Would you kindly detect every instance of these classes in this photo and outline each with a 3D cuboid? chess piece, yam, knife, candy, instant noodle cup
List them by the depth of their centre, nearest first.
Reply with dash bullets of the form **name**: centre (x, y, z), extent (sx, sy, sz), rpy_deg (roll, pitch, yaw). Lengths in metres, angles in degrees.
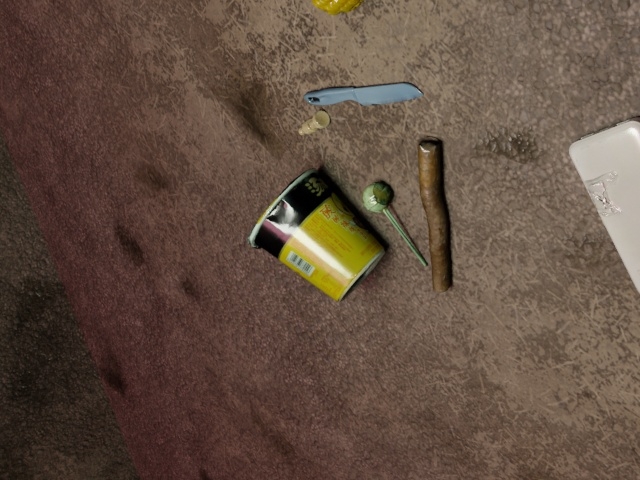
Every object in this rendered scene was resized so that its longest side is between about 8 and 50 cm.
- **yam**: centre (0.218, -0.041, 1.845), extent (0.045, 0.045, 0.327), rpy_deg (-121, 19, -58)
- **knife**: centre (0.076, -0.277, 1.858), extent (0.313, 0.019, 0.044), rpy_deg (4, 127, 48)
- **candy**: centre (0.155, -0.029, 1.935), extent (0.202, 0.061, 0.061), rpy_deg (53, 145, -8)
- **chess piece**: centre (-0.018, -0.236, 1.987), extent (0.035, 0.035, 0.092), rpy_deg (60, 148, -4)
- **instant noodle cup**: centre (0.000, 0.000, 2.015), extent (0.236, 0.215, 0.215), rpy_deg (42, 143, 9)

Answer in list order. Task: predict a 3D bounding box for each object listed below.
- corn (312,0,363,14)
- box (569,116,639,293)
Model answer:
- **corn**: centre (0.082, -0.497, 1.592), extent (0.120, 0.120, 0.363), rpy_deg (54, 145, 4)
- **box**: centre (0.502, -0.046, 1.505), extent (0.142, 0.044, 0.285), rpy_deg (-20, 100, 52)
